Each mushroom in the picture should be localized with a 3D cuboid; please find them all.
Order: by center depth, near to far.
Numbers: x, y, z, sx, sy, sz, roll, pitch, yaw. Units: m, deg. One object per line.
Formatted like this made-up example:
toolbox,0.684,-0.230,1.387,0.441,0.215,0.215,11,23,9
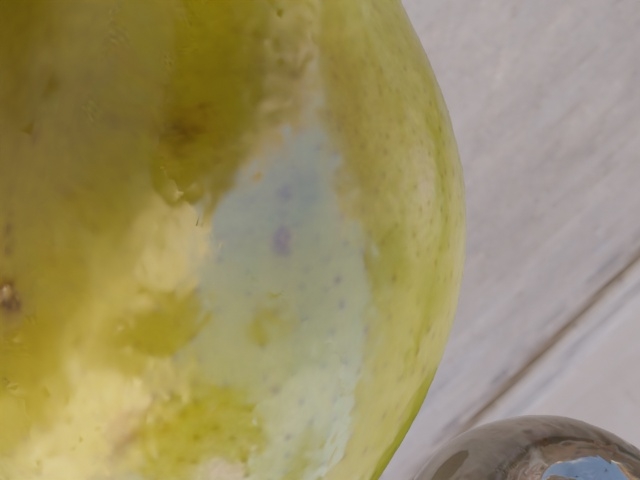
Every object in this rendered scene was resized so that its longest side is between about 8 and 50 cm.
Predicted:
mushroom,0.239,0.315,1.435,0.362,0.362,0.294,-27,166,-41

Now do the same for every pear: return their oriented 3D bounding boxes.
pear,-0.100,-0.001,0.846,0.362,0.362,0.418,-25,127,-46
